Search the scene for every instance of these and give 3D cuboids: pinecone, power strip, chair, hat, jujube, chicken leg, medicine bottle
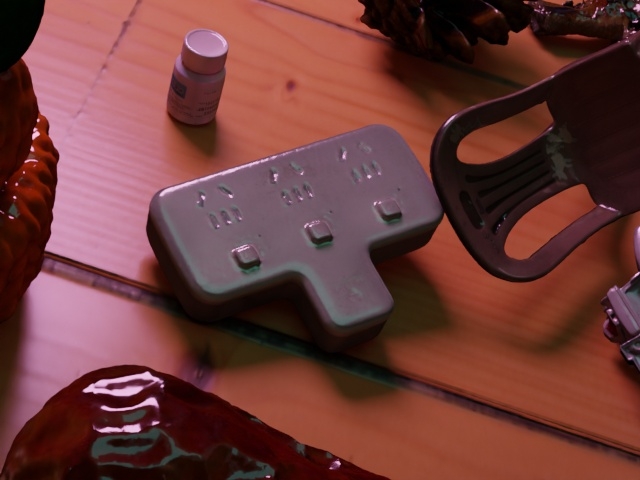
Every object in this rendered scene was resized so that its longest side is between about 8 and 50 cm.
[{"bbox_3d":[0.135,-0.295,1.723,0.201,0.202,0.229,-4,26,-11],"label":"pinecone"},{"bbox_3d":[-0.006,0.007,1.443,0.265,0.059,0.194,-19,65,-24],"label":"power strip"},{"bbox_3d":[0.273,-0.099,1.531,0.326,0.183,0.176,-31,94,-49],"label":"chair"},{"bbox_3d":[-0.332,-0.113,1.234,0.285,0.400,0.285,7,43,-6],"label":"hat"},{"bbox_3d":[-0.063,0.213,1.139,0.342,0.216,0.216,21,42,-9],"label":"jujube"},{"bbox_3d":[0.341,-0.255,1.853,0.196,0.080,0.125,-20,44,-25],"label":"chicken leg"},{"bbox_3d":[-0.121,-0.161,1.578,0.052,0.089,0.052,10,43,-9],"label":"medicine bottle"}]

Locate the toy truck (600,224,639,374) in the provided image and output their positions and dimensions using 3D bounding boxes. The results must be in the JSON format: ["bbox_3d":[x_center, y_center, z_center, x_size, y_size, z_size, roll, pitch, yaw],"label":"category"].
[{"bbox_3d":[0.355,0.070,1.470,0.177,0.161,0.213,-29,60,4],"label":"toy truck"}]
